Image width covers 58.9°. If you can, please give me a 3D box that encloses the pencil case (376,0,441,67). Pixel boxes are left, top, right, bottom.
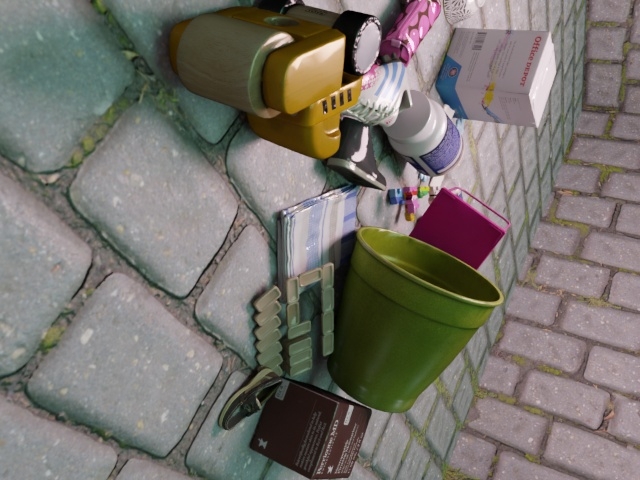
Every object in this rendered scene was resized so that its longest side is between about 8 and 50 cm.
[{"bbox_3d":[0.204,-0.490,1.306,0.209,0.095,0.098,-61,-178,-25],"label":"pencil case"}]

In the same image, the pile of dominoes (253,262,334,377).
[{"bbox_3d":[-0.061,0.177,1.201,0.196,0.040,0.251,-17,121,-31],"label":"pile of dominoes"}]

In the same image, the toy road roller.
[{"bbox_3d":[-0.058,-0.234,0.890,0.329,0.202,0.241,-38,143,-46],"label":"toy road roller"}]

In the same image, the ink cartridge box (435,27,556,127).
[{"bbox_3d":[0.512,-0.470,1.638,0.197,0.270,0.198,36,73,-58],"label":"ink cartridge box"}]

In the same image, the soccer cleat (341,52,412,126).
[{"bbox_3d":[0.099,-0.293,1.162,0.331,0.116,0.143,-34,105,-47],"label":"soccer cleat"}]

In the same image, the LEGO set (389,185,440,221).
[{"bbox_3d":[0.255,-0.099,1.559,0.227,0.087,0.093,-10,96,-57],"label":"LEGO set"}]

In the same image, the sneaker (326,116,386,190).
[{"bbox_3d":[0.103,-0.189,1.279,0.222,0.083,0.118,23,83,-58],"label":"sneaker"}]

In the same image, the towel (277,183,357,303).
[{"bbox_3d":[0.000,0.000,1.244,0.285,0.034,0.209,-28,127,-51],"label":"towel"}]

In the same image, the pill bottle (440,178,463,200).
[{"bbox_3d":[0.430,-0.140,1.850,0.067,0.067,0.120,-59,146,-25],"label":"pill bottle"}]

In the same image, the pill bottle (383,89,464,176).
[{"bbox_3d":[0.259,-0.268,1.430,0.264,0.153,0.153,23,84,-60],"label":"pill bottle"}]

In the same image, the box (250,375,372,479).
[{"bbox_3d":[-0.015,0.422,1.273,0.203,0.167,0.169,37,72,-57],"label":"box"}]

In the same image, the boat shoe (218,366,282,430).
[{"bbox_3d":[-0.138,0.320,1.132,0.152,0.049,0.056,-47,139,-26],"label":"boat shoe"}]

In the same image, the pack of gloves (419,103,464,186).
[{"bbox_3d":[0.379,-0.269,1.700,0.195,0.046,0.232,7,107,-57],"label":"pack of gloves"}]

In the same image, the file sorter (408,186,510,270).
[{"bbox_3d":[0.368,0.019,1.599,0.182,0.202,0.291,-18,144,-60],"label":"file sorter"}]

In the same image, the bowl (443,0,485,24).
[{"bbox_3d":[0.410,-0.685,1.564,0.170,0.080,0.170,-32,130,-50],"label":"bowl"}]

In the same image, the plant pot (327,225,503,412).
[{"bbox_3d":[0.187,0.204,1.362,0.366,0.366,0.353,-2,120,-58],"label":"plant pot"}]
